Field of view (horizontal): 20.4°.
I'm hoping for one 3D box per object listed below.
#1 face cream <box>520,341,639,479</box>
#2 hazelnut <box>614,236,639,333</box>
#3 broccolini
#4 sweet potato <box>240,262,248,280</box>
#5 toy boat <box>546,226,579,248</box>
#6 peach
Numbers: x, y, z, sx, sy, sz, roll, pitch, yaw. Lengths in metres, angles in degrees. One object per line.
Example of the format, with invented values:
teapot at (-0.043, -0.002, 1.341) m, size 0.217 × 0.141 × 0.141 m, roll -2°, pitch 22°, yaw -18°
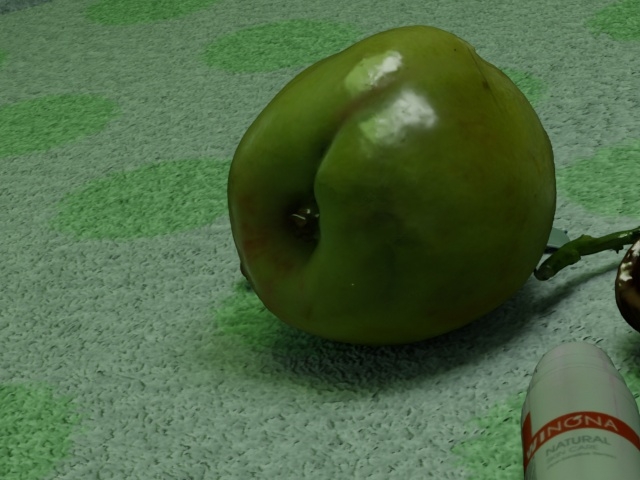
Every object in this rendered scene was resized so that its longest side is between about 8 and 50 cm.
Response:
face cream at (0.210, 0.182, 1.409) m, size 0.102 × 0.102 × 0.345 m, roll -6°, pitch 23°, yaw 6°
hazelnut at (0.359, 0.038, 1.622) m, size 0.170 × 0.160 × 0.202 m, roll -22°, pitch 33°, yaw -29°
broccolini at (0.342, 0.011, 1.819) m, size 0.271 × 0.062 × 0.123 m, roll -15°, pitch 8°, yaw -28°
sweet potato at (-0.001, -0.001, 1.986) m, size 0.202 × 0.058 × 0.055 m, roll -17°, pitch 45°, yaw -20°
toy boat at (0.222, -0.015, 1.959) m, size 0.149 × 0.034 × 0.105 m, roll -5°, pitch 25°, yaw 12°
peach at (0.078, -0.042, 1.756) m, size 0.316 × 0.314 × 0.281 m, roll 3°, pitch 44°, yaw -47°
